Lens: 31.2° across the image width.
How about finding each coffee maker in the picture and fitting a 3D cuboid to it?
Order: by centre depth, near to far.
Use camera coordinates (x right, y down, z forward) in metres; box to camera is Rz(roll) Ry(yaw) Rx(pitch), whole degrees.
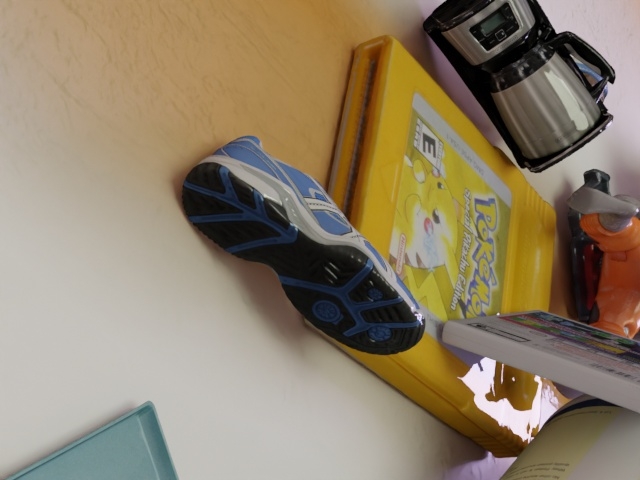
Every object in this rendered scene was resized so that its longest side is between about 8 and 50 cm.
[{"bbox_3d":[0.184,-0.169,1.133,0.120,0.171,0.178,-39,103,-15],"label":"coffee maker"}]

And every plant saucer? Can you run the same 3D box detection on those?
[{"bbox_3d":[-0.157,0.159,0.672,0.192,0.018,0.067,-24,99,-52],"label":"plant saucer"}]

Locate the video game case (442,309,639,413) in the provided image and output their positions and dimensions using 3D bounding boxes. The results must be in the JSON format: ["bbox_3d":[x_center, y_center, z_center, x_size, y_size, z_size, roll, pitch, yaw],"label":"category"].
[{"bbox_3d":[0.234,0.102,0.984,0.183,0.201,0.023,0,105,-54],"label":"video game case"}]

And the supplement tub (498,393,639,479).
[{"bbox_3d":[0.215,0.291,0.922,0.325,0.235,0.235,-36,108,-43],"label":"supplement tub"}]

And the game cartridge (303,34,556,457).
[{"bbox_3d":[0.120,0.015,1.052,0.323,0.052,0.285,37,52,-39],"label":"game cartridge"}]

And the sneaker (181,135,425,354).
[{"bbox_3d":[0.000,0.000,0.843,0.211,0.080,0.081,43,36,-11],"label":"sneaker"}]

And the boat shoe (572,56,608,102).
[{"bbox_3d":[0.256,-0.172,1.284,0.183,0.066,0.066,19,69,-38],"label":"boat shoe"}]

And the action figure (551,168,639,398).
[{"bbox_3d":[0.351,0.085,1.222,0.330,0.178,0.341,-9,90,-59],"label":"action figure"}]
